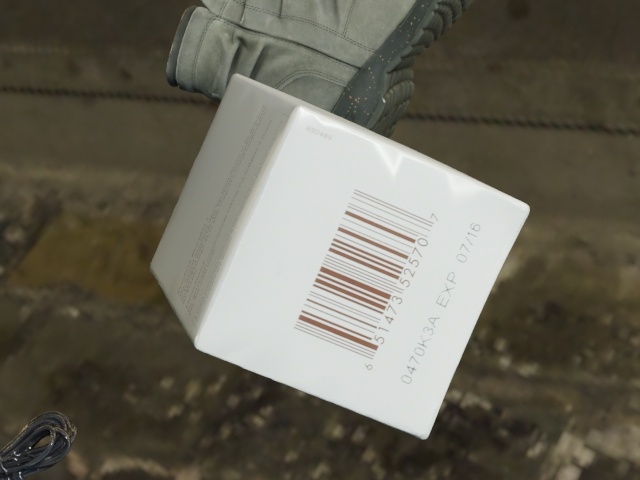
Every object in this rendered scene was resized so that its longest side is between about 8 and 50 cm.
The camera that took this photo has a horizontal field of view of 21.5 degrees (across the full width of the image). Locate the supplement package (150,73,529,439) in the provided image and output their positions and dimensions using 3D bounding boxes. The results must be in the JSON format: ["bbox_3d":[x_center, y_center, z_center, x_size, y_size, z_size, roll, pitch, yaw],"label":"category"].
[{"bbox_3d":[0.000,0.000,0.729,0.105,0.105,0.179,22,-175,-14],"label":"supplement package"}]

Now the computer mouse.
[{"bbox_3d":[-0.240,0.076,0.992,0.106,0.042,0.193,-36,99,14],"label":"computer mouse"}]

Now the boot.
[{"bbox_3d":[0.007,-0.168,1.059,0.161,0.083,0.246,35,107,11],"label":"boot"}]
